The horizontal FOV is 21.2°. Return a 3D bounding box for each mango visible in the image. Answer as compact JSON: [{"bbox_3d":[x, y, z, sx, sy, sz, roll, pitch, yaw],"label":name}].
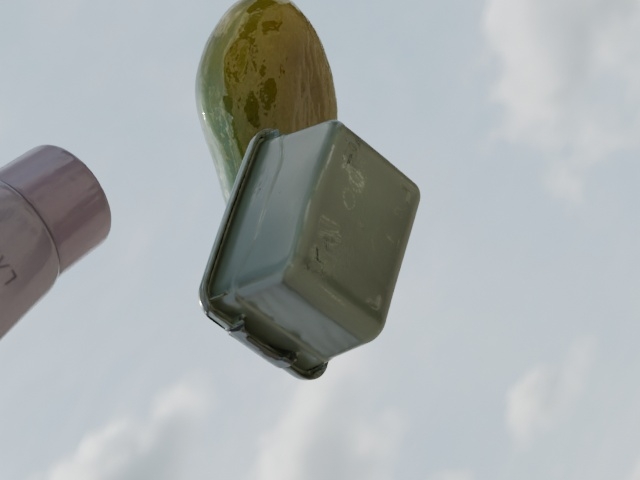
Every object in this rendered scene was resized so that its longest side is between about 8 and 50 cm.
[{"bbox_3d":[-0.040,-0.096,1.478,0.137,0.091,0.237,-37,-52,-38],"label":"mango"}]

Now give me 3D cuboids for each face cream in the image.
[{"bbox_3d":[-0.272,0.030,1.211,0.274,0.154,0.096,-40,5,-39],"label":"face cream"}]

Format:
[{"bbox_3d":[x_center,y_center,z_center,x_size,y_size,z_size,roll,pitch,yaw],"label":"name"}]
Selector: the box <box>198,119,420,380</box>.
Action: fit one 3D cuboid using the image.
[{"bbox_3d":[0.000,0.000,1.223,0.124,0.093,0.172,36,-127,-29],"label":"box"}]
